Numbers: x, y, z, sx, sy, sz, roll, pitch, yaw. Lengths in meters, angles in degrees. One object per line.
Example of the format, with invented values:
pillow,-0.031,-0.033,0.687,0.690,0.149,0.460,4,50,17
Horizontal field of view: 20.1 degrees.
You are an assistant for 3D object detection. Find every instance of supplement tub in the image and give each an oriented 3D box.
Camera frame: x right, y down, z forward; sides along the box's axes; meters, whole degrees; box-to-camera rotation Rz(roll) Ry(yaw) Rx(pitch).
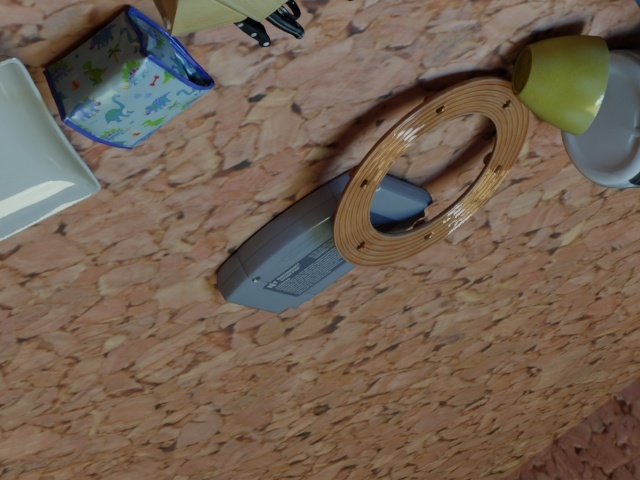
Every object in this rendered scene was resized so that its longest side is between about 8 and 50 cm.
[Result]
supplement tub,0.508,-0.175,2.558,0.316,0.193,0.193,-5,149,-40

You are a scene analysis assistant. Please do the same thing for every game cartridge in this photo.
game cartridge,0.000,0.000,2.578,0.294,0.060,0.196,-36,158,21

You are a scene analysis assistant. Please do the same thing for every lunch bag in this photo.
lunch bag,-0.204,-0.167,1.972,0.129,0.096,0.151,-34,146,17

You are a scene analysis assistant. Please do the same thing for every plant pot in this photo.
plant pot,0.308,-0.214,2.382,0.095,0.134,0.134,12,143,-15

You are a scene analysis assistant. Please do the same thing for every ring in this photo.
ring,0.149,-0.096,2.472,0.336,0.032,0.336,-29,148,-20

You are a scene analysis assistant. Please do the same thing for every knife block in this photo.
knife block,-0.054,-0.305,1.852,0.242,0.088,0.276,-17,155,-22

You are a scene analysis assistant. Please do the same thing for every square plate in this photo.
square plate,-0.445,-0.064,1.996,0.344,0.049,0.347,-26,157,-2

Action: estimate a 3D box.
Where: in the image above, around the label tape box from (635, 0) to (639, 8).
label tape box,0.560,-0.256,2.374,0.115,0.249,0.347,-38,154,24
